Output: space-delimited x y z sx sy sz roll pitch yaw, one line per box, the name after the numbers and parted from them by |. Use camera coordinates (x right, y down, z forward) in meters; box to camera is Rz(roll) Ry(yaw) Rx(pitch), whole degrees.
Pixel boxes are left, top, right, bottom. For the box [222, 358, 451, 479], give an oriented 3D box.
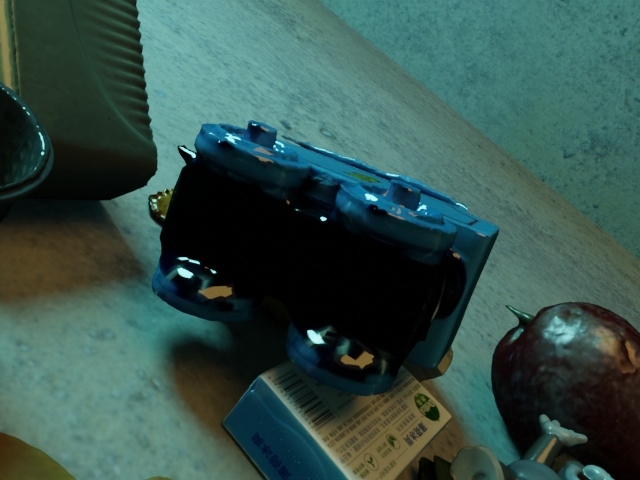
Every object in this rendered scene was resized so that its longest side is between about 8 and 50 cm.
0.023 0.170 0.624 0.139 0.073 0.194 46 27 17 | box

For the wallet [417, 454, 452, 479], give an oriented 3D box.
0.160 0.319 0.595 0.160 0.055 0.236 40 24 -13 | wallet

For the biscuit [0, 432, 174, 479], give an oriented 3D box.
-0.143 0.225 0.349 0.355 0.052 0.275 36 26 -9 | biscuit

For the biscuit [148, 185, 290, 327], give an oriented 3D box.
-0.080 -0.004 0.839 0.232 0.013 0.237 41 25 4 | biscuit

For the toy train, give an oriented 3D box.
0.000 0.000 0.641 0.300 0.188 0.265 24 14 17 | toy train

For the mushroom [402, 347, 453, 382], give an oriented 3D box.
0.075 0.075 0.816 0.108 0.096 0.247 16 37 -59 | mushroom

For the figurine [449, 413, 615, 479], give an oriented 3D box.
0.214 0.254 0.560 0.265 0.140 0.193 17 9 -39 | figurine

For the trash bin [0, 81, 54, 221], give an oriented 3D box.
-0.290 -0.027 0.433 0.175 0.161 0.175 28 28 -17 | trash bin

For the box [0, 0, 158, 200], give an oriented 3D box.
-0.270 -0.169 0.632 0.178 0.138 0.274 5 75 -56 | box

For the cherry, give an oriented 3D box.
0.336 0.199 0.827 0.300 0.203 0.230 53 -12 12 | cherry
